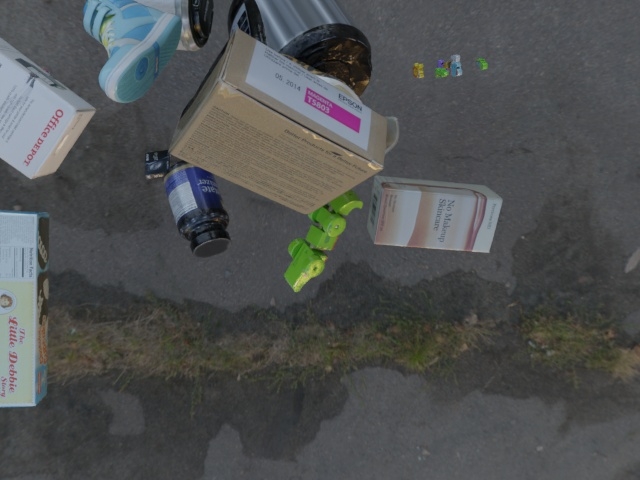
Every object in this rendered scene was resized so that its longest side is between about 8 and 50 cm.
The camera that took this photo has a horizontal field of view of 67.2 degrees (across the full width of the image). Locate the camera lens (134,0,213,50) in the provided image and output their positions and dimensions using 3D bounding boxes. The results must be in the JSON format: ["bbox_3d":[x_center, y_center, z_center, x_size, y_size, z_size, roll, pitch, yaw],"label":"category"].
[{"bbox_3d":[-0.451,-0.653,1.342,0.274,0.219,0.220,6,102,3],"label":"camera lens"}]

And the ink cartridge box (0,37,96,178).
[{"bbox_3d":[-0.692,-0.302,1.088,0.273,0.115,0.198,38,102,-11],"label":"ink cartridge box"}]

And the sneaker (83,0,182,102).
[{"bbox_3d":[-0.468,-0.444,1.089,0.208,0.319,0.127,23,136,-8],"label":"sneaker"}]

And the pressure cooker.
[{"bbox_3d":[-0.081,-0.601,1.470,0.369,0.375,0.420,-30,66,8],"label":"pressure cooker"}]

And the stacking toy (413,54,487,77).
[{"bbox_3d":[0.440,-0.586,1.647,0.166,0.221,0.052,-17,118,-11],"label":"stacking toy"}]

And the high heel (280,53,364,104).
[{"bbox_3d":[-0.003,-0.364,1.149,0.261,0.186,0.093,21,114,-21],"label":"high heel"}]

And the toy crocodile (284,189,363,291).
[{"bbox_3d":[0.000,0.000,1.404,0.105,0.115,0.341,16,109,-43],"label":"toy crocodile"}]

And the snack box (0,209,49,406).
[{"bbox_3d":[-0.553,0.110,0.786,0.187,0.060,0.322,3,95,-11],"label":"snack box"}]

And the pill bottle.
[{"bbox_3d":[-0.291,-0.075,1.155,0.122,0.123,0.219,-25,70,4],"label":"pill bottle"}]

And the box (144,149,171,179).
[{"bbox_3d":[-0.442,-0.207,1.312,0.067,0.018,0.083,-8,58,-4],"label":"box"}]

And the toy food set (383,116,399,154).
[{"bbox_3d":[0.039,-0.234,1.290,0.306,0.219,0.092,-41,122,-19],"label":"toy food set"}]

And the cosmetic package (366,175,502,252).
[{"bbox_3d":[0.278,-0.066,1.211,0.296,0.129,0.153,3,112,-6],"label":"cosmetic package"}]

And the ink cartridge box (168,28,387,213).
[{"bbox_3d":[-0.058,-0.141,0.653,0.234,0.193,0.088,24,61,-27],"label":"ink cartridge box"}]

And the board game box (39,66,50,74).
[{"bbox_3d":[-0.925,-0.438,1.552,0.193,0.045,0.147,-41,64,21],"label":"board game box"}]
